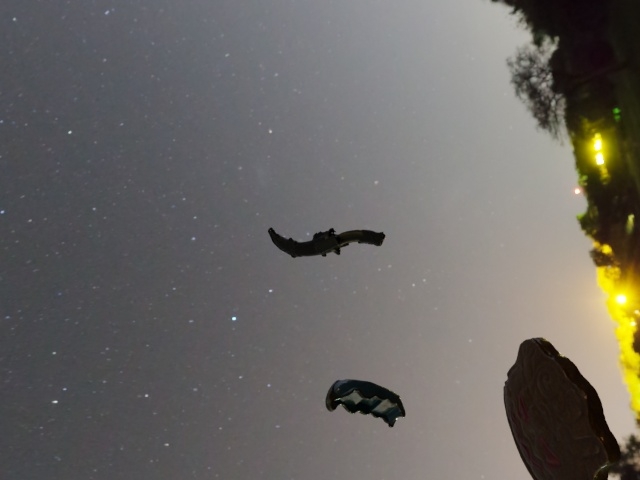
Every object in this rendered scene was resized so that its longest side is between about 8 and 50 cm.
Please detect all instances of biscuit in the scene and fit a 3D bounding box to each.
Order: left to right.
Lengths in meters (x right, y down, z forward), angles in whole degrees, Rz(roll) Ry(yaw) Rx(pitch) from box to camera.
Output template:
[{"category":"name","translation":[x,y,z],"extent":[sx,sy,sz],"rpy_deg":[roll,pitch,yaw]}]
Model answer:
[{"category":"biscuit","translation":[0.411,0.329,0.916],"extent":[0.273,0.049,0.257],"rpy_deg":[-112,21,-53]}]

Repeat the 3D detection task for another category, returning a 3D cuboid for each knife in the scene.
[{"category":"knife","translation":[0.001,0.006,0.655],"extent":[0.021,0.222,0.046],"rpy_deg":[-27,-72,-36]}]

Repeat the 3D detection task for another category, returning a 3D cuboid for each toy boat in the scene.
[{"category":"toy boat","translation":[0.094,0.355,1.108],"extent":[0.185,0.075,0.077],"rpy_deg":[25,-145,-17]}]
